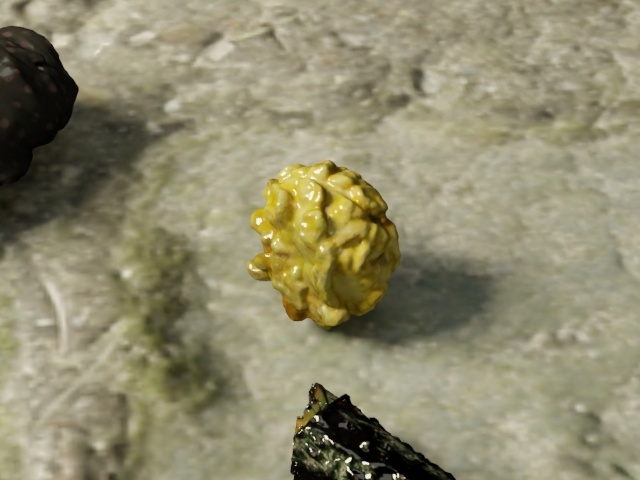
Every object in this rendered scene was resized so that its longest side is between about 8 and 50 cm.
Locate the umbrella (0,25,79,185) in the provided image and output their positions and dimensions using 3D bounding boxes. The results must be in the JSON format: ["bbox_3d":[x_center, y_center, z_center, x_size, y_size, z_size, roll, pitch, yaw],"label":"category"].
[{"bbox_3d":[-0.245,-0.003,0.919,0.094,0.090,0.326,35,55,20],"label":"umbrella"}]

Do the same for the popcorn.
[{"bbox_3d":[0.000,0.000,0.940,0.057,0.082,0.083,-31,64,-30],"label":"popcorn"}]

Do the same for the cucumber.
[{"bbox_3d":[0.053,0.128,0.859,0.181,0.053,0.053,36,55,21],"label":"cucumber"}]
